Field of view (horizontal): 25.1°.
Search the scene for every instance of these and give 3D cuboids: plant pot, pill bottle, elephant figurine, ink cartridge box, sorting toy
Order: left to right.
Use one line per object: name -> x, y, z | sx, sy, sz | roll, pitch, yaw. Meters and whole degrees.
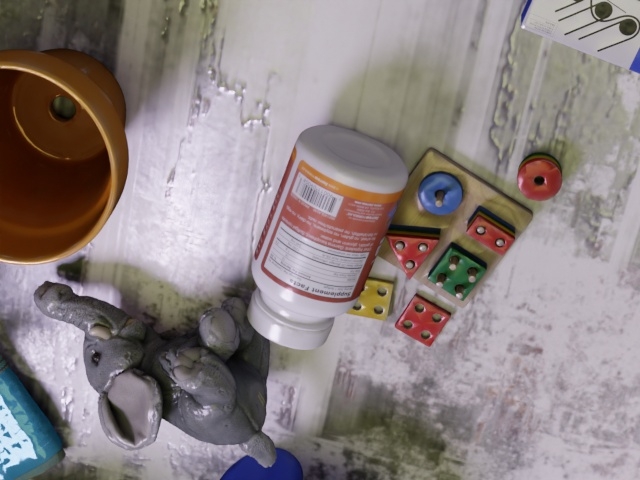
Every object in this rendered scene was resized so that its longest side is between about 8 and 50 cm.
plant pot -> -0.280, -0.105, 1.441 | 0.205, 0.188, 0.205 | 3, 113, 6
elephant figurine -> -0.183, 0.144, 1.576 | 0.239, 0.186, 0.169 | -7, 156, 22
pill bottle -> 0.000, 0.000, 1.485 | 0.121, 0.121, 0.216 | 21, 115, -1
sorting toy -> 0.127, 0.001, 1.508 | 0.132, 0.046, 0.274 | 32, 114, -6
ink cartridge box -> 0.307, -0.216, 1.386 | 0.207, 0.046, 0.097 | 21, 116, -1

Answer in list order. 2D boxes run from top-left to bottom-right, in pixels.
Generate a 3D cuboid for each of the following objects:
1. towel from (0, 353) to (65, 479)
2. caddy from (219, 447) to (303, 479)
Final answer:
towel -> -0.497, 0.156, 1.673 | 0.271, 0.040, 0.370 | -26, 106, 17
caddy -> -0.055, 0.409, 1.642 | 0.241, 0.179, 0.341 | 25, 115, -2
